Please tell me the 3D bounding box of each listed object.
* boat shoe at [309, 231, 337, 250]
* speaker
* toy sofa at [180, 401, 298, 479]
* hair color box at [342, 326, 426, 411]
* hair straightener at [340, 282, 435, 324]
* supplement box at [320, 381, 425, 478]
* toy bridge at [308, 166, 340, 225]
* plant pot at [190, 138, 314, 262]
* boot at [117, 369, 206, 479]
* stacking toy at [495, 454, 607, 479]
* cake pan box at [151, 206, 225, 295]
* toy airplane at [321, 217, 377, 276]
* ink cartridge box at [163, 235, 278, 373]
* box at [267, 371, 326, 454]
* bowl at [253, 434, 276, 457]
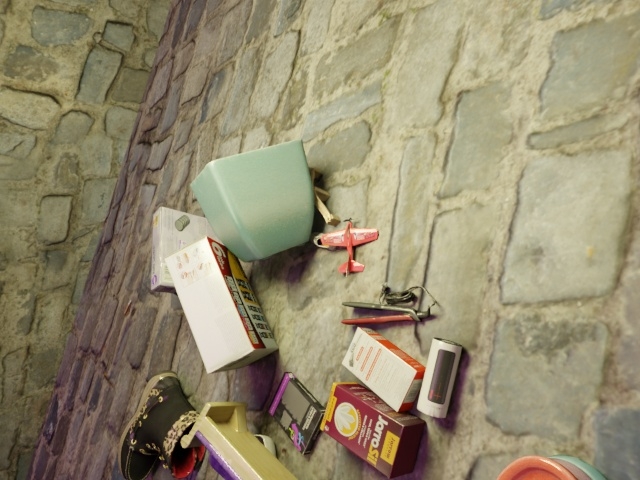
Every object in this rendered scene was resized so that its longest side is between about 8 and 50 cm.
[{"bbox_3d":[0.000,0.000,1.108,0.100,0.035,0.035,28,98,45],"label":"boat shoe"},{"bbox_3d":[0.220,0.253,0.799,0.055,0.055,0.136,12,86,46],"label":"speaker"},{"bbox_3d":[-0.145,0.533,0.949,0.362,0.150,0.177,29,89,34],"label":"toy sofa"},{"bbox_3d":[0.130,0.260,0.889,0.167,0.053,0.093,31,101,44],"label":"hair color box"},{"bbox_3d":[0.139,0.132,0.920,0.230,0.047,0.089,-13,69,42],"label":"hair straightener"},{"bbox_3d":[0.101,0.371,0.864,0.188,0.081,0.104,15,88,46],"label":"supplement box"},{"bbox_3d":[-0.004,-0.123,1.129,0.026,0.063,0.188,-40,54,30],"label":"toy bridge"},{"bbox_3d":[-0.155,-0.083,1.115,0.247,0.248,0.252,-15,96,63],"label":"plant pot"},{"bbox_3d":[-0.492,0.638,1.346,0.284,0.138,0.377,21,87,46],"label":"boot"},{"bbox_3d":[0.368,0.458,0.552,0.309,0.130,0.279,26,96,57],"label":"stacking toy"},{"bbox_3d":[-0.393,0.048,1.338,0.070,0.246,0.266,-30,60,40],"label":"cake pan box"},{"bbox_3d":[0.073,0.016,1.034,0.151,0.028,0.151,-10,69,27],"label":"toy airplane"},{"bbox_3d":[-0.244,0.174,1.144,0.130,0.272,0.309,-28,74,3],"label":"ink cartridge box"},{"bbox_3d":[-0.058,0.415,1.048,0.162,0.029,0.116,34,103,46],"label":"box"},{"bbox_3d":[-0.159,0.566,1.086,0.142,0.053,0.142,-27,59,37],"label":"bowl"}]
